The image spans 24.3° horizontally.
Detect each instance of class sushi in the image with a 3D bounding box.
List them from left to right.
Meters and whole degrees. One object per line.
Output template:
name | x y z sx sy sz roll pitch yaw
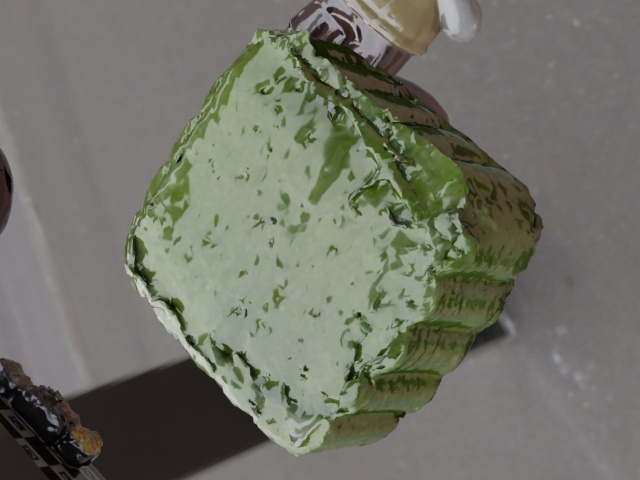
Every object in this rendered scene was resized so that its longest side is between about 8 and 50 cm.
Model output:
sushi | -0.313 0.197 1.710 0.215 0.050 0.192 45 -179 14

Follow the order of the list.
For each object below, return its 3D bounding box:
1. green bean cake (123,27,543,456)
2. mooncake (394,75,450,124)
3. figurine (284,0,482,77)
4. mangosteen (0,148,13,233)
green bean cake | 0.000 0.000 0.892 0.214 0.113 0.200 41 105 26
mooncake | 0.042 -0.109 1.896 0.245 0.133 0.244 -13 66 33
figurine | 0.132 -0.281 1.329 0.218 0.206 0.365 54 126 29
mangosteen | -0.353 -0.037 1.375 0.152 0.152 0.152 44 146 41
